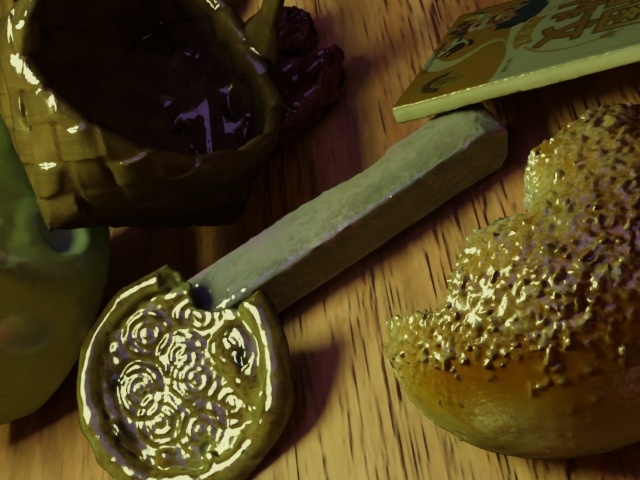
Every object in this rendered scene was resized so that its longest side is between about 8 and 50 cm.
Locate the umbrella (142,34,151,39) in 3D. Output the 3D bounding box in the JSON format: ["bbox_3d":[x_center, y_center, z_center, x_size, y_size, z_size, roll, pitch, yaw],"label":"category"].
[{"bbox_3d":[-0.213,-0.214,1.576,0.154,0.128,0.337,3,49,24],"label":"umbrella"}]

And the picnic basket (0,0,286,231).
[{"bbox_3d":[-0.162,-0.209,1.269,0.337,0.293,0.337,7,99,55],"label":"picnic basket"}]

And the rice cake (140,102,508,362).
[{"bbox_3d":[0.001,0.000,1.222,0.399,0.064,0.070,-34,43,10],"label":"rice cake"}]

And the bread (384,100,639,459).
[{"bbox_3d":[0.193,0.044,0.930,0.314,0.171,0.192,-37,34,8],"label":"bread"}]

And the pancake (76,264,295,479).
[{"bbox_3d":[-0.126,0.129,1.178,0.235,0.029,0.212,7,78,28],"label":"pancake"}]

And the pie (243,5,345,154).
[{"bbox_3d":[-0.067,-0.172,1.457,0.204,0.054,0.219,-30,42,15],"label":"pie"}]

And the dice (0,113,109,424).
[{"bbox_3d":[-0.371,0.026,1.316,0.254,0.249,0.252,-54,33,30],"label":"dice"}]

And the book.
[{"bbox_3d":[0.227,-0.194,1.200,0.295,0.020,0.208,-12,27,33],"label":"book"}]
